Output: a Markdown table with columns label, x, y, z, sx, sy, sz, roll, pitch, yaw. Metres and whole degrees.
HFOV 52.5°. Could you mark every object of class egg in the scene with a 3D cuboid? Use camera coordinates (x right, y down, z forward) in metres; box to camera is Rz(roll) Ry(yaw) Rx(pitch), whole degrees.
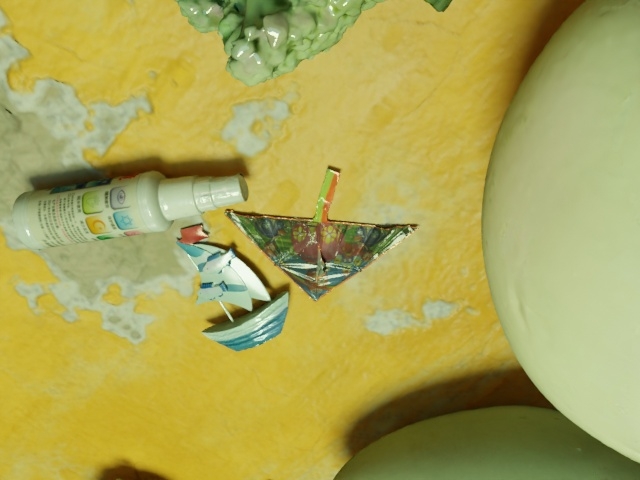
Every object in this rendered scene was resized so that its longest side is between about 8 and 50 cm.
| label | x | y | z | sx | sy | sz | roll | pitch | yaw |
| --- | --- | --- | --- | --- | --- | --- | --- | --- | --- |
| egg | 0.254 | -0.014 | 0.449 | 0.283 | 0.283 | 0.345 | -11 | 116 | 12 |
| egg | 0.182 | 0.293 | 0.687 | 0.371 | 0.230 | 0.230 | -6 | 123 | 16 |

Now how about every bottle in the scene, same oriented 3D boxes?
| label | x | y | z | sx | sy | sz | roll | pitch | yaw |
| --- | --- | --- | --- | --- | --- | --- | --- | --- | --- |
| bottle | -0.174 | -0.032 | 0.603 | 0.217 | 0.060 | 0.060 | -7 | 122 | 11 |

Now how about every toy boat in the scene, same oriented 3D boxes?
| label | x | y | z | sx | sy | sz | roll | pitch | yaw |
| --- | --- | --- | --- | --- | --- | --- | --- | --- | --- |
| toy boat | -0.085 | 0.048 | 0.674 | 0.105 | 0.034 | 0.149 | -4 | 110 | 11 |

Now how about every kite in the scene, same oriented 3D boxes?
| label | x | y | z | sx | sy | sz | roll | pitch | yaw |
| --- | --- | --- | --- | --- | --- | --- | --- | --- | --- |
| kite | 0.000 | 0.000 | 0.639 | 0.190 | 0.010 | 0.159 | 3 | 123 | 2 |

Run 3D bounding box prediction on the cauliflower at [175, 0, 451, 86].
| label | x | y | z | sx | sy | sz | roll | pitch | yaw |
| --- | --- | --- | --- | --- | --- | --- | --- | --- | --- |
| cauliflower | -0.019 | -0.228 | 0.338 | 0.256 | 0.315 | 0.239 | -19 | 80 | 26 |

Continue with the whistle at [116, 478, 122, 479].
| label | x | y | z | sx | sy | sz | roll | pitch | yaw |
| --- | --- | --- | --- | --- | --- | --- | --- | --- | --- |
| whistle | -0.234 | 0.447 | 0.839 | 0.141 | 0.141 | 0.294 | -14 | 93 | 14 |
